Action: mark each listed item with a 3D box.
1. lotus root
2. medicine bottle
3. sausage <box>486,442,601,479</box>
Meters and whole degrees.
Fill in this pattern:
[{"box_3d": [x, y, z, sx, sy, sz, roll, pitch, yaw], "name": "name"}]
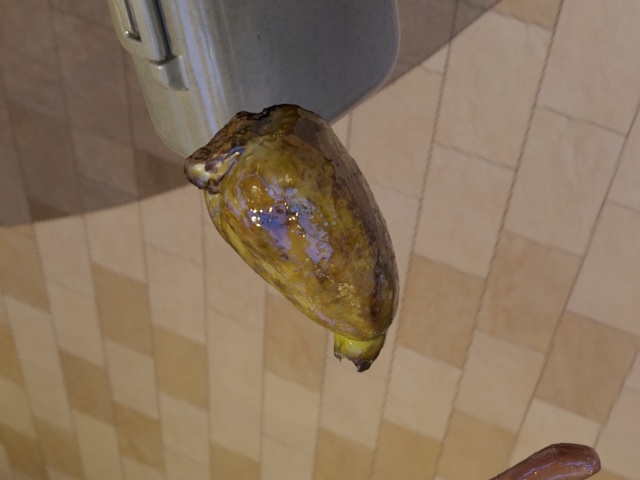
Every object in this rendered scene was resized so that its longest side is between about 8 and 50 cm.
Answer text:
[{"box_3d": [0.000, 0.000, 0.719, 0.094, 0.108, 0.191, -33, 116, 10], "name": "lotus root"}, {"box_3d": [-0.056, -0.253, 0.940, 0.123, 0.282, 0.375, 23, 137, 36], "name": "medicine bottle"}, {"box_3d": [0.165, 0.230, 1.049, 0.186, 0.043, 0.043, -31, 117, 12], "name": "sausage"}]
